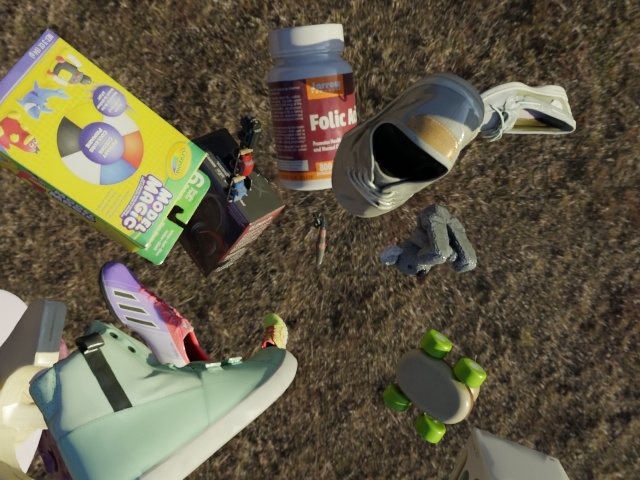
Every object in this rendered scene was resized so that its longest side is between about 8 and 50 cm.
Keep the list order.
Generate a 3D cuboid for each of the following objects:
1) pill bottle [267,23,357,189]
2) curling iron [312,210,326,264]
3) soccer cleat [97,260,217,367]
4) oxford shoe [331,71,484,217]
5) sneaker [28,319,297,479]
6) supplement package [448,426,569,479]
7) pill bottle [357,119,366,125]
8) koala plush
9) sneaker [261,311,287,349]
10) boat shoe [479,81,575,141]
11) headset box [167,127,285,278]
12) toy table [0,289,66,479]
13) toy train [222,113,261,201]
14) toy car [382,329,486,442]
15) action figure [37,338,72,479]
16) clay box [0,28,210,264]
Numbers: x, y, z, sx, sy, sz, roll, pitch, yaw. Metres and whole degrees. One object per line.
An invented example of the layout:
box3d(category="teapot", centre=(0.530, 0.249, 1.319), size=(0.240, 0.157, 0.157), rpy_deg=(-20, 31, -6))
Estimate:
box3d(category="pill bottle", centre=(-0.019, -0.344, 1.495), size=(0.223, 0.224, 0.393), rpy_deg=(-5, 107, 5))
box3d(category="curling iron", centre=(0.000, 0.000, 1.767), size=(0.035, 0.274, 0.068), rpy_deg=(-9, 57, -4))
box3d(category="soccer cleat", centre=(-0.334, 0.167, 1.199), size=(0.116, 0.109, 0.318), rpy_deg=(-23, 107, 22))
box3d(category="oxford shoe", centre=(0.107, -0.123, 0.982), size=(0.169, 0.449, 0.130), rpy_deg=(36, 68, -7))
box3d(category="sneaker", centre=(-0.125, 0.114, 0.517), size=(0.094, 0.256, 0.151), rpy_deg=(-42, 81, 28))
box3d(category="supplement package", centre=(0.358, 0.563, 1.147), size=(0.197, 0.199, 0.263), rpy_deg=(21, 103, -1))
box3d(category="pill bottle", centre=(0.126, -0.338, 1.823), size=(0.043, 0.043, 0.083), rpy_deg=(28, 88, 1))
box3d(category="koala plush", centre=(0.301, 0.026, 1.692), size=(0.221, 0.196, 0.204), rpy_deg=(-40, 51, 40))
box3d(category="sneaker", centre=(-0.160, 0.331, 1.935), size=(0.081, 0.094, 0.209), rpy_deg=(-21, 58, 13))
box3d(category="boat shoe", centre=(0.448, -0.282, 1.307), size=(0.320, 0.118, 0.103), rpy_deg=(-8, 68, -29))
box3d(category="headset box", centre=(-0.223, -0.083, 1.257), size=(0.218, 0.110, 0.293), rpy_deg=(53, 138, 5))
box3d(category="toy table", centre=(-0.357, 0.188, 0.637), size=(0.160, 0.252, 0.275), rpy_deg=(-6, 85, 34))
box3d(category="toy train", centre=(-0.116, -0.116, 0.867), size=(0.036, 0.027, 0.158), rpy_deg=(40, 133, 19))
box3d(category="toy car", centre=(0.234, 0.258, 1.069), size=(0.149, 0.188, 0.155), rpy_deg=(40, 108, 28))
box3d(category="action figure", centre=(-0.477, 0.268, 1.060), size=(0.247, 0.275, 0.371), rpy_deg=(4, 117, 29))
box3d(category="clay box", centre=(-0.217, -0.086, 0.583), size=(0.222, 0.053, 0.128), rpy_deg=(37, 64, -24))
